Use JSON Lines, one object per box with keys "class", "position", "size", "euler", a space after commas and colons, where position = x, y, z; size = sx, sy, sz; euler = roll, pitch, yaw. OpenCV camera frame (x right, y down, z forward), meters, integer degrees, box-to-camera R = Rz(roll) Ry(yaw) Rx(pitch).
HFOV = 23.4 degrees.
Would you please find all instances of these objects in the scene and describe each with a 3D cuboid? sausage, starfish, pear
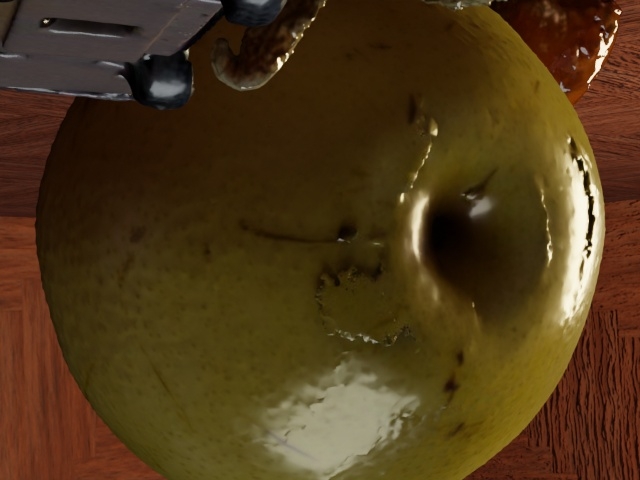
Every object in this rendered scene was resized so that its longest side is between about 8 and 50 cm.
{"class": "sausage", "position": [0.133, -0.118, 1.121], "size": [0.102, 0.102, 0.330], "euler": [-3, 176, -7]}
{"class": "starfish", "position": [0.038, -0.117, 0.632], "size": [0.209, 0.053, 0.150], "euler": [-38, -140, -28]}
{"class": "pear", "position": [0.000, 0.000, 0.930], "size": [0.348, 0.348, 0.348], "euler": [-3, 176, 0]}

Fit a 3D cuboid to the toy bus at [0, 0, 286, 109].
{"class": "toy bus", "position": [-0.078, -0.127, 0.526], "size": [0.112, 0.138, 0.317], "euler": [4, 175, -19]}
